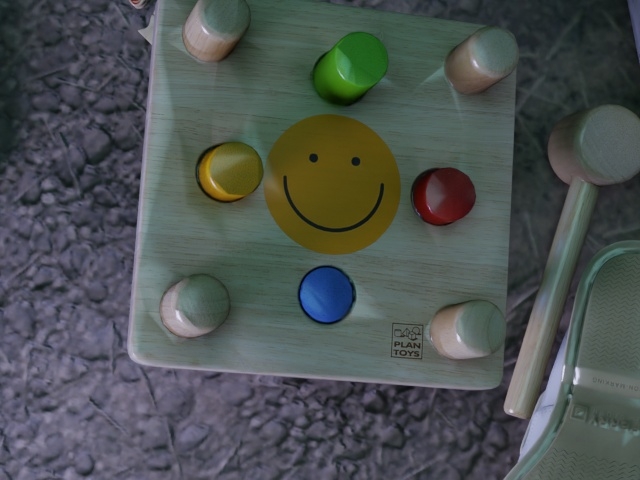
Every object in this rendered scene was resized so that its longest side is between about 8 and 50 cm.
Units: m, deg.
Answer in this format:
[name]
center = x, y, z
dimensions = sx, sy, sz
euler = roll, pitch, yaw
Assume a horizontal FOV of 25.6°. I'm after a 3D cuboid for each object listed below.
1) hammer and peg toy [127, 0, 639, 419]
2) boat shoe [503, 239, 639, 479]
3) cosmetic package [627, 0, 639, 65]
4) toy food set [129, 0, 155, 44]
[hammer and peg toy]
center = 0.059, -0.022, 0.950
dimensions = 0.361, 0.127, 0.266
euler = 7, 81, -14
[boat shoe]
center = 0.188, 0.155, 0.958
dimensions = 0.113, 0.103, 0.302
euler = 20, 81, 20
[cosmetic package]
center = 0.319, -0.053, 0.953
dimensions = 0.155, 0.197, 0.365
euler = -9, 80, 0
[toy food set]
center = -0.102, -0.213, 1.091
dimensions = 0.122, 0.019, 0.078
euler = -36, 81, 5
